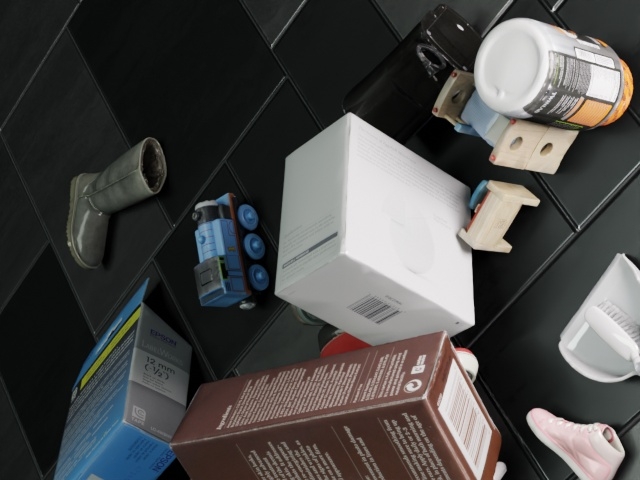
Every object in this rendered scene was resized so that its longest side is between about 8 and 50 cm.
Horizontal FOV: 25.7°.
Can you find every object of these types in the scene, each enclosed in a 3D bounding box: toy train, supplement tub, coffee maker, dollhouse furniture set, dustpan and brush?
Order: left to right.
[{"bbox_3d":[-0.142,0.016,2.140,0.080,0.105,0.184,-25,69,41],"label":"toy train"},{"bbox_3d":[0.114,-0.211,1.861,0.178,0.171,0.120,-44,71,35],"label":"coffee maker"},{"bbox_3d":[0.205,-0.099,1.787,0.129,0.129,0.183,45,116,38],"label":"dollhouse furniture set"},{"bbox_3d":[0.283,-0.194,1.675,0.117,0.190,0.117,-6,81,44],"label":"supplement tub"},{"bbox_3d":[0.366,0.129,1.649,0.211,0.060,0.147,49,119,37],"label":"dustpan and brush"}]

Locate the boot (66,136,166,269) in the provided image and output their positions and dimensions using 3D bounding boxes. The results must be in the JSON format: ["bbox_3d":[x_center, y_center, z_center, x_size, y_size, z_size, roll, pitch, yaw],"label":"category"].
[{"bbox_3d":[-0.342,-0.060,2.385,0.208,0.076,0.189,-15,78,36],"label":"boot"}]

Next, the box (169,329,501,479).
[{"bbox_3d":[0.020,0.261,1.812,0.381,0.143,0.191,-15,119,26],"label":"box"}]

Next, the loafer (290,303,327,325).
[{"bbox_3d":[0.000,0.000,2.008,0.084,0.096,0.267,-25,51,59],"label":"loafer"}]

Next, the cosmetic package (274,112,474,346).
[{"bbox_3d":[0.072,-0.002,1.797,0.138,0.224,0.224,-32,41,39],"label":"cosmetic package"}]

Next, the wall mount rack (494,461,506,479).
[{"bbox_3d":[0.096,0.417,1.808,0.350,0.130,0.304,3,79,42],"label":"wall mount rack"}]

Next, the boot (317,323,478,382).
[{"bbox_3d":[0.098,0.145,1.909,0.244,0.088,0.176,-20,49,28],"label":"boot"}]

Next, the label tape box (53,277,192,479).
[{"bbox_3d":[-0.314,0.265,2.258,0.249,0.115,0.347,-50,21,30],"label":"label tape box"}]

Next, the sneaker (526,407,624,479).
[{"bbox_3d":[0.314,0.234,1.699,0.134,0.051,0.070,46,116,34],"label":"sneaker"}]
